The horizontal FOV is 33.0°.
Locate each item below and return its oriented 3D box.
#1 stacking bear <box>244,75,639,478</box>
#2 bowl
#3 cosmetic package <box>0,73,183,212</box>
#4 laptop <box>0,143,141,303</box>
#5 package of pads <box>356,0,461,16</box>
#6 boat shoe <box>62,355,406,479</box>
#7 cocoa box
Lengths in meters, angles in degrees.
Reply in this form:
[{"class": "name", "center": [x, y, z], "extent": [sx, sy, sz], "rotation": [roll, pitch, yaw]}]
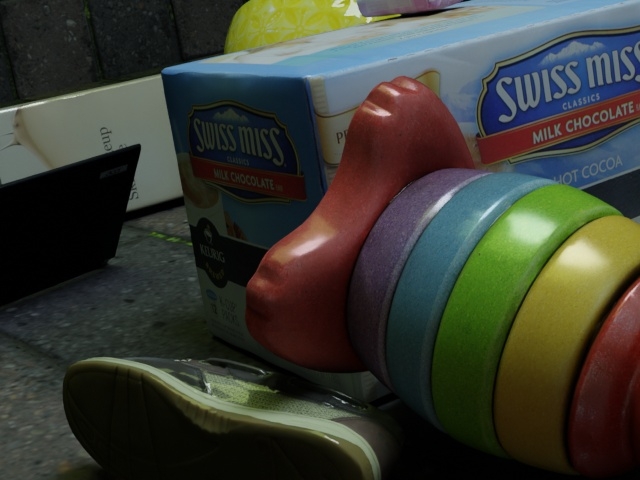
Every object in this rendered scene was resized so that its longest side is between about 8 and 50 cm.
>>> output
[{"class": "stacking bear", "center": [0.133, 0.051, 0.565], "extent": [0.289, 0.164, 0.175], "rotation": [26, 80, 38]}, {"class": "bowl", "center": [0.010, -0.130, 1.212], "extent": [0.290, 0.289, 0.156], "rotation": [2, 62, 34]}, {"class": "cosmetic package", "center": [-0.263, -0.114, 1.349], "extent": [0.309, 0.160, 0.113], "rotation": [-19, 12, -27]}, {"class": "laptop", "center": [-0.334, -0.008, 1.076], "extent": [0.234, 0.136, 0.264], "rotation": [-23, 21, -40]}, {"class": "package of pads", "center": [0.073, -0.200, 0.870], "extent": [0.050, 0.032, 0.083], "rotation": [-20, 16, -37]}, {"class": "boat shoe", "center": [-0.054, 0.110, 0.635], "extent": [0.224, 0.080, 0.073], "rotation": [8, 17, 33]}, {"class": "cocoa box", "center": [0.090, -0.059, 0.850], "extent": [0.347, 0.227, 0.231], "rotation": [-18, 18, -28]}]
